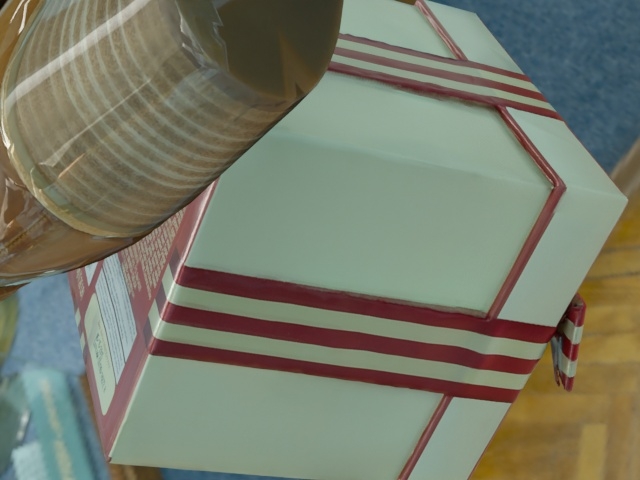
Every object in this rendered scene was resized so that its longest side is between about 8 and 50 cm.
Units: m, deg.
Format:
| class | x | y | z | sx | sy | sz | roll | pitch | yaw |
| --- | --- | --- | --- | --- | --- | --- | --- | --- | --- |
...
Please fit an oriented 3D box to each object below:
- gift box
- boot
| class | x | y | z | sx | sy | sz | roll | pitch | yaw |
| --- | --- | --- | --- | --- | --- | --- | --- | --- | --- |
| gift box | 0.000 | 0.000 | 0.785 | 0.255 | 0.258 | 0.276 | -110 | 37 | -47 |
| boot | -0.066 | -0.090 | 0.487 | 0.220 | 0.109 | 0.283 | -29 | 35 | 39 |
